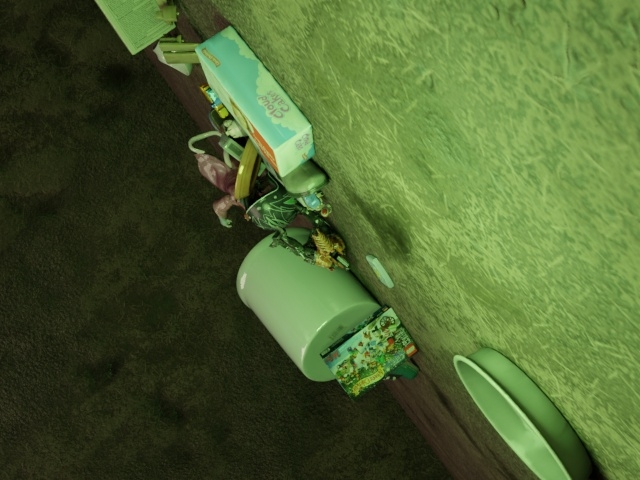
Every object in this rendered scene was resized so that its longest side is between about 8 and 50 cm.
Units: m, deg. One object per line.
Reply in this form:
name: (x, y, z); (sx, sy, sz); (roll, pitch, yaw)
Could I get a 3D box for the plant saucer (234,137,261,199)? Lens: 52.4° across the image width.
plant saucer: (-0.197, -0.208, 1.837); (0.037, 0.200, 0.200); (16, 173, -1)

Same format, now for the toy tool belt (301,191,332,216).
toy tool belt: (-0.012, -0.094, 1.555); (0.083, 0.052, 0.051); (51, -179, 21)

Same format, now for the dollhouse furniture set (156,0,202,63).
dollhouse furniture set: (-0.336, -0.543, 1.626); (0.144, 0.123, 0.151); (107, 161, -82)

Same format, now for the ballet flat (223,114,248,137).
ballet flat: (-0.245, -0.329, 1.914); (0.072, 0.068, 0.213); (56, 173, -19)

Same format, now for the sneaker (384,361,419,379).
sneaker: (0.161, 0.418, 2.098); (0.301, 0.121, 0.108); (13, 166, 7)

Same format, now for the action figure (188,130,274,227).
action figure: (-0.256, -0.197, 2.132); (0.370, 0.248, 0.276); (-124, 12, -54)

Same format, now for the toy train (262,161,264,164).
toy train: (-0.177, -0.249, 2.037); (0.036, 0.027, 0.158); (60, 171, -23)

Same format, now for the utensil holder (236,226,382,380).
utensil holder: (-0.028, 0.196, 2.014); (0.385, 0.327, 0.328); (46, 170, 39)

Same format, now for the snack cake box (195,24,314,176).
snack cake box: (-0.124, -0.268, 1.272); (0.264, 0.089, 0.152); (52, 172, 12)

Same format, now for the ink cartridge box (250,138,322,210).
ink cartridge box: (-0.096, -0.184, 1.707); (0.223, 0.045, 0.224); (47, 171, 45)

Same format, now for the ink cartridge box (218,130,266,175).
ink cartridge box: (-0.255, -0.271, 2.006); (0.145, 0.045, 0.179); (37, 179, -27)

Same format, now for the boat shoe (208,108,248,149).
boat shoe: (-0.289, -0.364, 2.111); (0.183, 0.066, 0.066); (44, 169, -4)

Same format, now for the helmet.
helmet: (-0.144, -0.108, 1.925); (0.169, 0.169, 0.162); (63, -174, -56)

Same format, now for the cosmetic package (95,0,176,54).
cosmetic package: (-0.562, -0.704, 1.827); (0.113, 0.160, 0.309); (48, 170, 45)

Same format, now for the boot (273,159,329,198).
boot: (-0.077, -0.192, 1.402); (0.246, 0.083, 0.161); (40, 160, 59)

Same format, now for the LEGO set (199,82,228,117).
LEGO set: (-0.244, -0.363, 1.648); (0.093, 0.087, 0.227); (57, 174, -27)

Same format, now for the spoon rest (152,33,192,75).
spoon rest: (-0.486, -0.610, 2.111); (0.137, 0.084, 0.276); (58, 173, -35)

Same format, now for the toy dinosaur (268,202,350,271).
toy dinosaur: (0.000, 0.000, 1.750); (0.218, 0.164, 0.322); (38, 153, 7)

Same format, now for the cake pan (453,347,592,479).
cake pan: (0.335, 0.295, 1.077); (0.293, 0.054, 0.293); (53, 174, 8)

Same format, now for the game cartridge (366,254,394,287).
game cartridge: (0.138, 0.072, 1.501); (0.083, 0.017, 0.056); (56, 170, -16)

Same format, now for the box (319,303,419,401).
box: (0.136, 0.307, 1.778); (0.159, 0.233, 0.044); (55, 173, -16)
